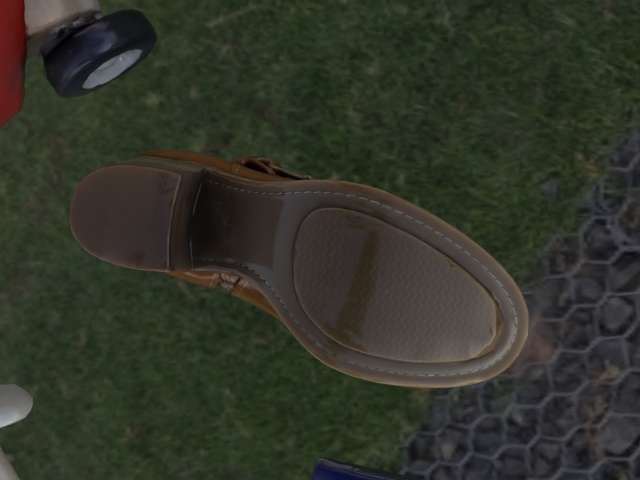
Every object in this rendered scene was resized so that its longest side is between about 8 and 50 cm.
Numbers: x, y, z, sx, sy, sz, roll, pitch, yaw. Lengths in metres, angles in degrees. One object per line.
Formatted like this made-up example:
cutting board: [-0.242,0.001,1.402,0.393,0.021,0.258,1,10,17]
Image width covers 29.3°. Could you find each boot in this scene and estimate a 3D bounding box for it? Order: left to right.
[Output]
boot: [0.000,0.000,0.549,0.197,0.152,0.073,21,98,8]

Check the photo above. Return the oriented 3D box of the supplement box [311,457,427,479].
supplement box: [0.087,0.309,0.602,0.194,0.195,0.357,-2,73,54]

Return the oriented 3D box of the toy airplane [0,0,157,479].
toy airplane: [-0.293,-0.042,0.660,0.386,0.272,0.384,22,126,32]
